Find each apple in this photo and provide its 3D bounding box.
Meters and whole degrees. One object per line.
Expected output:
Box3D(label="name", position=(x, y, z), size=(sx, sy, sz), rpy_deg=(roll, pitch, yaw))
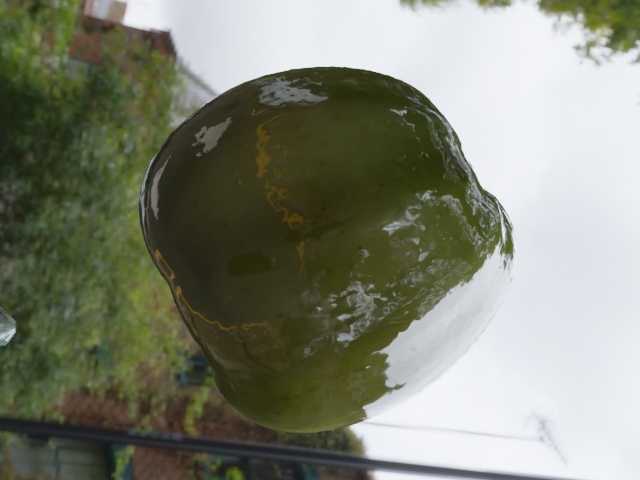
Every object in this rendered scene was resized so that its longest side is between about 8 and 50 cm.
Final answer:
Box3D(label="apple", position=(0.000, 0.000, 0.855), size=(0.279, 0.279, 0.279), rpy_deg=(-169, -90, -68))

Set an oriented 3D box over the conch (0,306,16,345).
Box3D(label="conch", position=(-0.293, 0.004, 0.330), size=(0.249, 0.368, 0.197), rpy_deg=(111, -39, -77))
